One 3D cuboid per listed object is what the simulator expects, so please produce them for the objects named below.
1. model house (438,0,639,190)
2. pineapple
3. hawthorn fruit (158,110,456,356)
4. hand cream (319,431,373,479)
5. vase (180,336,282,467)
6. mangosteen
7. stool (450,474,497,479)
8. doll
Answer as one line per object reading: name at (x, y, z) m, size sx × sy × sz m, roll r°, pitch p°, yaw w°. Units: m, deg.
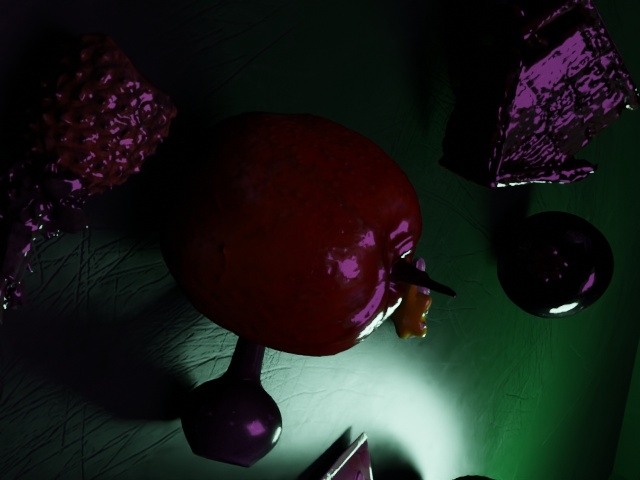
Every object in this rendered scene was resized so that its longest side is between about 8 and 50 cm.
model house at (0.283, -0.216, 1.364) m, size 0.282 × 0.317 × 0.297 m, roll -44°, pitch 114°, yaw 3°
pineapple at (-0.226, -0.048, 0.738) m, size 0.251 × 0.125 × 0.125 m, roll -55°, pitch 148°, yaw -5°
hawthorn fruit at (0.000, 0.000, 0.917) m, size 0.254 × 0.300 × 0.254 m, roll -39°, pitch 140°, yaw -44°
hand cream at (0.051, 0.477, 1.503) m, size 0.147 × 0.093 × 0.306 m, roll -37°, pitch 128°, yaw -44°
vase at (-0.094, 0.170, 1.064) m, size 0.120 × 0.120 × 0.183 m, roll 42°, pitch 58°, yaw -57°
mangosteen at (0.458, 0.048, 1.762) m, size 0.243 × 0.243 × 0.243 m, roll -35°, pitch 135°, yaw -44°
stool at (0.251, 0.616, 1.701) m, size 0.330 × 0.297 × 0.297 m, roll -16°, pitch 121°, yaw -58°
doll at (0.147, 0.108, 1.459) m, size 0.135 × 0.071 × 0.113 m, roll 87°, pitch 19°, yaw -44°
